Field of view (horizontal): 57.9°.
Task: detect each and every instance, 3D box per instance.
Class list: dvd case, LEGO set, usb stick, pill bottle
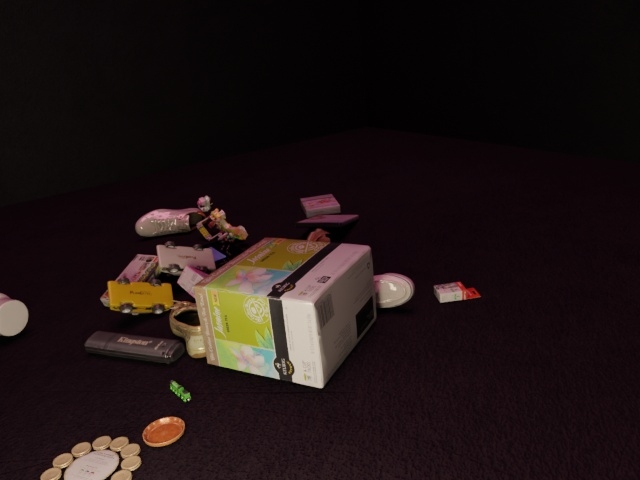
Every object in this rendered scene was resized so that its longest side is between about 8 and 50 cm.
[{"bbox_3d":[0.028,-0.075,2.220,0.181,0.022,0.253,1,9,19],"label":"dvd case"},{"bbox_3d":[-0.391,-0.044,2.228,0.107,0.132,0.287,-35,54,-22],"label":"LEGO set"},{"bbox_3d":[-0.479,0.271,1.481,0.278,0.045,0.077,3,21,22],"label":"usb stick"},{"bbox_3d":[-0.962,0.211,1.666,0.230,0.131,0.131,4,22,26],"label":"pill bottle"}]

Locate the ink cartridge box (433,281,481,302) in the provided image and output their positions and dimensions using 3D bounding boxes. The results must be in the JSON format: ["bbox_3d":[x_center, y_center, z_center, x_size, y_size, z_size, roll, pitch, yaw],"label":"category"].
[{"bbox_3d":[0.377,0.140,1.599,0.115,0.029,0.063,-8,20,-3],"label":"ink cartridge box"}]

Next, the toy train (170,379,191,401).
[{"bbox_3d":[-0.314,0.334,1.292,0.017,0.023,0.083,-21,25,-35],"label":"toy train"}]

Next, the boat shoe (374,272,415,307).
[{"bbox_3d":[0.116,0.138,1.562,0.268,0.096,0.088,1,7,24],"label":"boat shoe"}]

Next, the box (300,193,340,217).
[{"bbox_3d":[-0.003,-0.150,2.486,0.145,0.038,0.186,-9,21,-6],"label":"box"}]

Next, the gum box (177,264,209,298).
[{"bbox_3d":[-0.328,0.142,1.683,0.107,0.062,0.188,29,-3,-35],"label":"gum box"}]

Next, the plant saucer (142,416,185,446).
[{"bbox_3d":[-0.315,0.387,1.166,0.084,0.013,0.083,-6,19,2],"label":"plant saucer"}]

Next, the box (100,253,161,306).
[{"bbox_3d":[-0.583,0.127,1.821,0.114,0.036,0.207,4,42,25],"label":"box"}]

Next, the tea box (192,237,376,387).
[{"bbox_3d":[-0.074,0.156,1.418,0.324,0.219,0.329,4,22,26],"label":"tea box"}]

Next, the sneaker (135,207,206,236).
[{"bbox_3d":[-0.606,-0.078,2.372,0.290,0.105,0.123,-16,20,-29],"label":"sneaker"}]

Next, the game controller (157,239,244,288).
[{"bbox_3d":[-0.418,0.077,1.958,0.319,0.067,0.167,-22,25,-35],"label":"game controller"}]

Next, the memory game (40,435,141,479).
[{"bbox_3d":[-0.429,0.430,1.086,0.186,0.012,0.186,-6,20,2],"label":"memory game"}]

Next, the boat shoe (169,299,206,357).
[{"bbox_3d":[-0.338,0.212,1.535,0.105,0.089,0.285,-17,22,-25],"label":"boat shoe"}]

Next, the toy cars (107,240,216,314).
[{"bbox_3d":[-0.485,0.122,1.765,0.087,0.176,0.393,-46,0,42],"label":"toy cars"}]

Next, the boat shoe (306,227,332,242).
[{"bbox_3d":[0.000,0.000,2.048,0.072,0.068,0.190,11,24,12],"label":"boat shoe"}]
